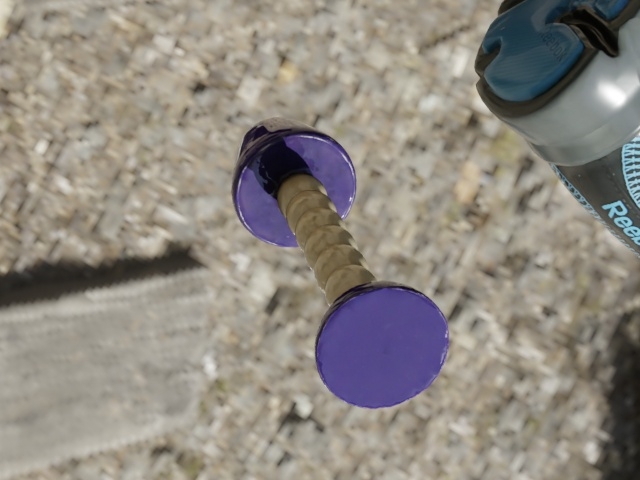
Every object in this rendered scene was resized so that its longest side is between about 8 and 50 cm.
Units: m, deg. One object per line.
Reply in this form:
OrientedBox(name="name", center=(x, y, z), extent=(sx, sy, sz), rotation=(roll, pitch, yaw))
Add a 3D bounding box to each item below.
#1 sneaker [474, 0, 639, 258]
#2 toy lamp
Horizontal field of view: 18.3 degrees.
OrientedBox(name="sneaker", center=(0.193, -0.133, 0.900), extent=(0.140, 0.125, 0.341), rotation=(50, 60, -24))
OrientedBox(name="toy lamp", center=(0.000, 0.000, 1.120), extent=(0.080, 0.275, 0.080), rotation=(-5, 114, -10))
